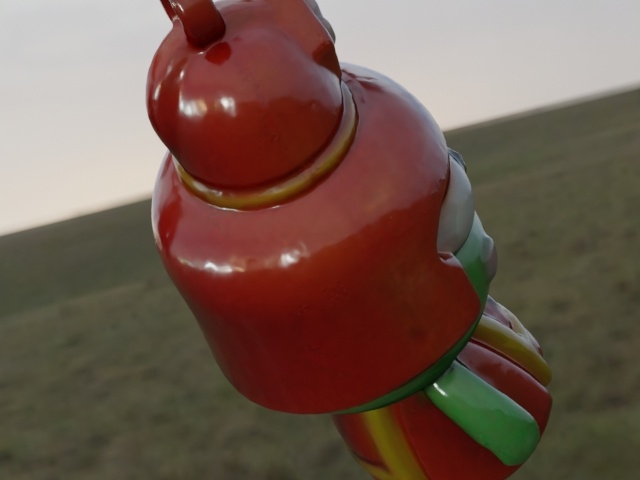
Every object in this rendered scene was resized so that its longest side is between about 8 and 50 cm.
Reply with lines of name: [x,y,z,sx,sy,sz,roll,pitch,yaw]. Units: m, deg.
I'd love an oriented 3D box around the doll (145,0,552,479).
doll: [0.001,0.000,0.962,0.160,0.363,0.182,-34,39,-7]
